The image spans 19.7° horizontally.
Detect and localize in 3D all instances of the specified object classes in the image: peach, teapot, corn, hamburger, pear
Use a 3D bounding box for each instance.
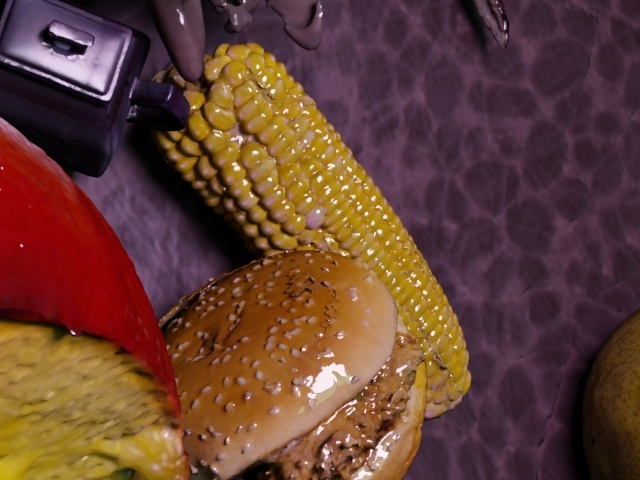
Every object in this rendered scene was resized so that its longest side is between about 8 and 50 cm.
[{"bbox_3d":[-0.213,0.067,0.904,0.338,0.281,0.281,49,59,-19],"label":"peach"},{"bbox_3d":[-0.155,-0.104,1.054,0.177,0.096,0.087,22,70,-16],"label":"teapot"},{"bbox_3d":[0.000,0.000,1.168,0.101,0.101,0.291,-47,112,-31],"label":"corn"},{"bbox_3d":[-0.026,0.091,1.066,0.182,0.191,0.118,-39,121,3],"label":"hamburger"},{"bbox_3d":[0.293,0.141,1.281,0.188,0.211,0.228,-17,92,-34],"label":"pear"}]

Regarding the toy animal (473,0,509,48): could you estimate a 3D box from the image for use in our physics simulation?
[{"bbox_3d":[0.182,-0.245,1.359,0.243,0.087,0.260,-38,107,-20],"label":"toy animal"}]

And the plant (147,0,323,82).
[{"bbox_3d":[-0.096,-0.252,1.061,0.182,0.194,0.320,-28,81,-39],"label":"plant"}]
